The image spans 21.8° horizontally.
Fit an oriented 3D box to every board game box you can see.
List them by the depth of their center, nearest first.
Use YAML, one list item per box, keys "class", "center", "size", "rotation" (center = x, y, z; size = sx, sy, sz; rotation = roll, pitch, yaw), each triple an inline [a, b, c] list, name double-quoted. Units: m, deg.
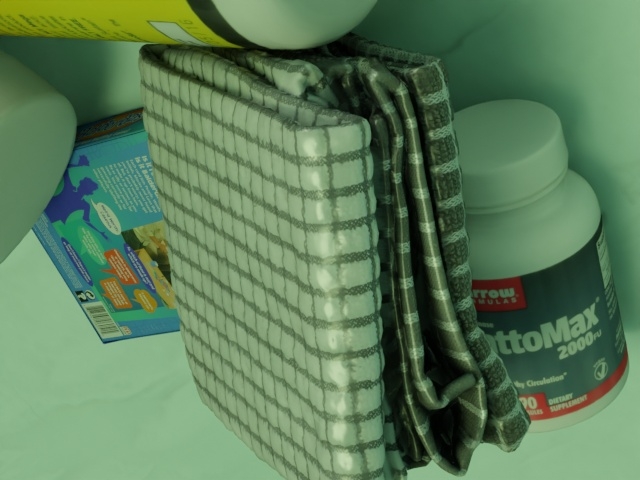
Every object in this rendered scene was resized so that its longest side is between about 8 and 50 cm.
- class: "board game box"
  center: [-0.110, -0.013, 1.163]
  size: [0.210, 0.047, 0.160]
  rotation: [-10, 117, 40]

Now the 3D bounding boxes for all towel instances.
- class: "towel"
  center: [0.000, 0.000, 0.945]
  size: [0.284, 0.121, 0.235]
  rotation: [-153, 52, -63]

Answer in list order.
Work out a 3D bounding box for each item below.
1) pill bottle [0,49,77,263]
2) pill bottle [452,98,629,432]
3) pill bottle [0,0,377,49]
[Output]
- class: "pill bottle"
  center: [-0.354, -0.123, 1.109]
  size: [0.361, 0.204, 0.204]
  rotation: [36, 137, 12]
- class: "pill bottle"
  center: [0.117, 0.014, 0.984]
  size: [0.108, 0.108, 0.180]
  rotation: [5, 127, 32]
- class: "pill bottle"
  center: [-0.135, -0.204, 0.919]
  size: [0.334, 0.188, 0.188]
  rotation: [6, 128, 31]
